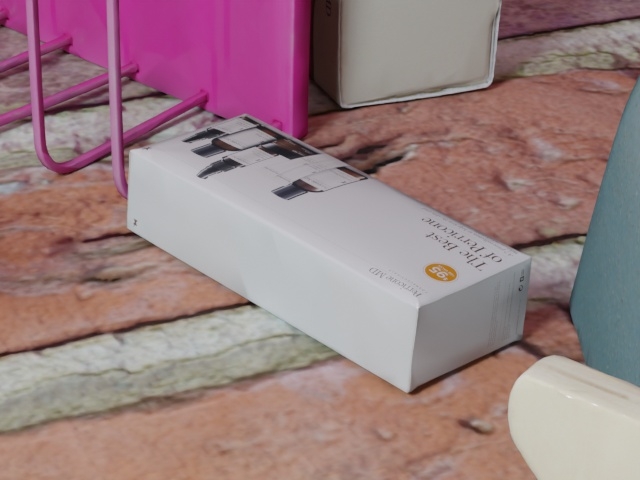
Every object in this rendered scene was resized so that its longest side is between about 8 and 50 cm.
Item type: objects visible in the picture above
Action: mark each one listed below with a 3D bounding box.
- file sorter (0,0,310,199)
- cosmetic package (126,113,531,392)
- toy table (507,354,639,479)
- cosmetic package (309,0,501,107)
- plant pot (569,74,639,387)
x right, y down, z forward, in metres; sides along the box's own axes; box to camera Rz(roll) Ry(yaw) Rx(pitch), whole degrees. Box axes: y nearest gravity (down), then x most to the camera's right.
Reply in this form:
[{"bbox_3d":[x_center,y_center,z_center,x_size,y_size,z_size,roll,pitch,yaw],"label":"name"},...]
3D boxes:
[{"bbox_3d":[-0.174,-0.172,1.302,0.290,0.202,0.182,24,37,32],"label":"file sorter"},{"bbox_3d":[0.000,0.000,1.149,0.099,0.060,0.239,-24,39,-40],"label":"cosmetic package"},{"bbox_3d":[0.176,0.158,0.770,0.274,0.161,0.252,14,27,17],"label":"toy table"},{"bbox_3d":[0.009,-0.229,1.481,0.129,0.153,0.296,-11,31,-23],"label":"cosmetic package"},{"bbox_3d":[0.277,-0.013,1.011,0.247,0.252,0.248,2,28,-2],"label":"plant pot"}]
